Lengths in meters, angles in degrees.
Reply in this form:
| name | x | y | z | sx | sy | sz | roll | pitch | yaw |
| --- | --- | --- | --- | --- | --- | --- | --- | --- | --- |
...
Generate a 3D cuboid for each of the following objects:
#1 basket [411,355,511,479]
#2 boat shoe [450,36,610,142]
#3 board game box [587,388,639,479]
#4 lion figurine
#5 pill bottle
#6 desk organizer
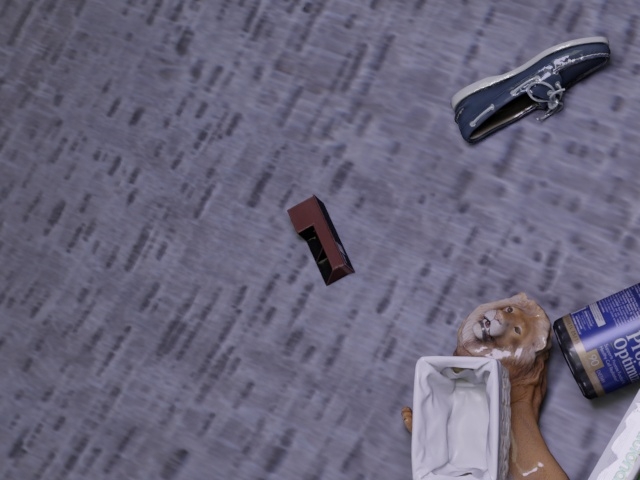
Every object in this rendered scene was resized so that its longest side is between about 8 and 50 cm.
| name | x | y | z | sx | sy | sz | roll | pitch | yaw |
| --- | --- | --- | --- | --- | --- | --- | --- | --- | --- |
| basket | 0.188 | 0.237 | 1.794 | 0.113 | 0.103 | 0.167 | -1 | 81 | 22 |
| boat shoe | 0.318 | -0.224 | 2.054 | 0.255 | 0.095 | 0.079 | -22 | 65 | 12 |
| board game box | 0.373 | 0.349 | 1.788 | 0.053 | 0.193 | 0.305 | 28 | 83 | 25 |
| lion figurine | 0.259 | 0.285 | 1.899 | 0.240 | 0.142 | 0.392 | -22 | 80 | 2 |
| pill bottle | 0.439 | 0.122 | 1.881 | 0.219 | 0.123 | 0.122 | -25 | 66 | 10 |
| desk organizer | 0.000 | 0.000 | 2.114 | 0.050 | 0.047 | 0.130 | -29 | 65 | 10 |
